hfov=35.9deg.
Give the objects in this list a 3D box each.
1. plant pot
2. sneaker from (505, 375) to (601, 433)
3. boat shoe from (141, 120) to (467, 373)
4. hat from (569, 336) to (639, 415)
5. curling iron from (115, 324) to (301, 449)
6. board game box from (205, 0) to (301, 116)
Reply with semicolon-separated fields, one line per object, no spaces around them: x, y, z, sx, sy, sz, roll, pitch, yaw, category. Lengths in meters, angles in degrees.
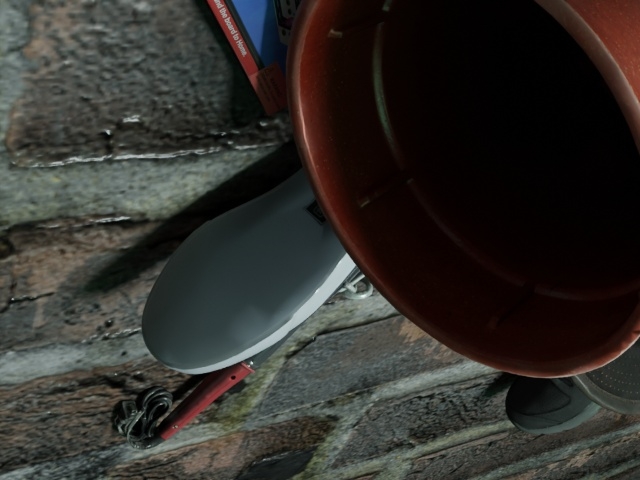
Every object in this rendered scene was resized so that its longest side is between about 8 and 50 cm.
0.165;-0.099;0.627;0.265;0.272;0.272;-34;154;-32;plant pot
0.346;0.120;1.267;0.140;0.125;0.341;30;120;-25;sneaker
-0.003;-0.003;0.780;0.306;0.113;0.105;-46;155;-5;boat shoe
0.255;-0.004;0.932;0.331;0.331;0.134;3;177;-42;hat
-0.085;0.117;0.944;0.274;0.035;0.068;-36;148;8;curling iron
-0.015;-0.195;0.578;0.145;0.027;0.281;-32;148;-1;board game box
